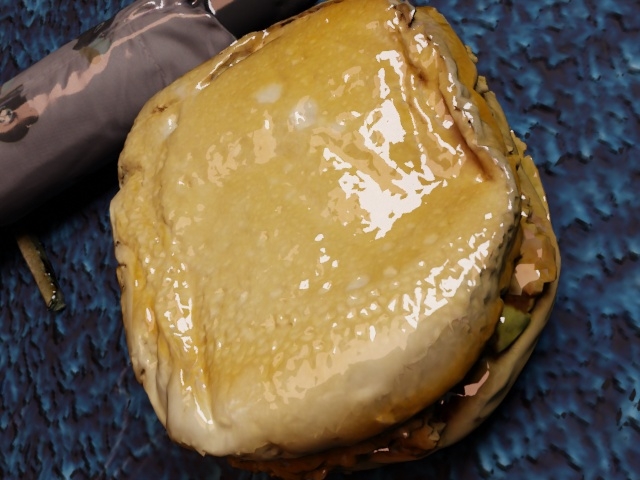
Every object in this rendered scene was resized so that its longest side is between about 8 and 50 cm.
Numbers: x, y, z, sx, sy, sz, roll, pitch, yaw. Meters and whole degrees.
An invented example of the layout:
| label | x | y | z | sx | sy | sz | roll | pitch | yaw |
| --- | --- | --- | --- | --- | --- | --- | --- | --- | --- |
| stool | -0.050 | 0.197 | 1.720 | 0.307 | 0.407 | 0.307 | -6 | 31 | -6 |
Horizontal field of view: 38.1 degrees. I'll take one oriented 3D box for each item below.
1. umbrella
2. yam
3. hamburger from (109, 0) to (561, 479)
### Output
| label | x | y | z | sx | sy | sz | roll | pitch | yaw |
| --- | --- | --- | --- | --- | --- | --- | --- | --- | --- |
| umbrella | -0.150 | -0.067 | 0.528 | 0.337 | 0.073 | 0.067 | -30 | 66 | 9 |
| yam | -0.177 | 0.002 | 0.561 | 0.014 | 0.014 | 0.107 | -41 | 57 | 9 |
| hamburger | -0.001 | 0.001 | 0.410 | 0.213 | 0.108 | 0.214 | -9 | 68 | 24 |
